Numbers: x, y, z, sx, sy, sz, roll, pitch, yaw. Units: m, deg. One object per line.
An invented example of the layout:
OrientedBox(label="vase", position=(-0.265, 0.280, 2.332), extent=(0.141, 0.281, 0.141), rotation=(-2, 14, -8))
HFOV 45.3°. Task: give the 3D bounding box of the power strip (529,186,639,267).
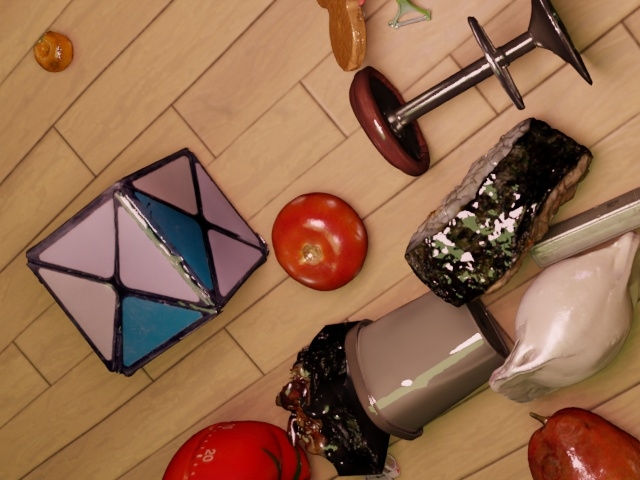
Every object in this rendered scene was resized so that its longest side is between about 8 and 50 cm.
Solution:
OrientedBox(label="power strip", position=(0.488, -0.026, 1.361), extent=(0.272, 0.078, 0.052), rotation=(-27, 100, 24))

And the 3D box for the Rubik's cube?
OrientedBox(label="Rubik's cube", position=(-0.324, 0.037, 1.514), extent=(0.305, 0.307, 0.310), rotation=(-32, 98, 22))

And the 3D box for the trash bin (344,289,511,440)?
OrientedBox(label="trash bin", position=(0.207, 0.216, 1.449), extent=(0.250, 0.220, 0.219), rotation=(-35, 55, 17))

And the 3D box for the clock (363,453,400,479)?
OrientedBox(label="clock", position=(0.112, 0.491, 1.681), extent=(0.129, 0.041, 0.087), rotation=(44, 119, -7))

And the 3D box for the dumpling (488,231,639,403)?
OrientedBox(label="dumpling", position=(0.460, 0.152, 1.364), extent=(0.181, 0.260, 0.341), rotation=(12, 70, 39))

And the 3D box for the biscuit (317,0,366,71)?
OrientedBox(label="biscuit", position=(0.040, -0.461, 1.305), extent=(0.047, 0.216, 0.339), rotation=(-12, 98, -15))

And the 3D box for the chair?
OrientedBox(label="chair", position=(0.220, -0.256, 1.288), extent=(0.401, 0.226, 0.226), rotation=(-29, 98, 25))

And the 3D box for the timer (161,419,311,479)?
OrientedBox(label="timer", position=(-0.174, 0.571, 1.613), extent=(0.279, 0.378, 0.377), rotation=(-13, 104, 21))

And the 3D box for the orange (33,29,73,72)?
OrientedBox(label="orange", position=(-0.542, -0.385, 1.573), extent=(0.086, 0.062, 0.086), rotation=(5, 100, 30))

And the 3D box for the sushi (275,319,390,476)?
OrientedBox(label="sushi", position=(0.022, 0.328, 1.581), extent=(0.213, 0.215, 0.227), rotation=(-9, 126, 25))

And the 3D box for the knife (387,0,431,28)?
OrientedBox(label="knife", position=(0.132, -0.409, 1.306), extent=(0.078, 0.166, 0.022), rotation=(-15, 72, 20))

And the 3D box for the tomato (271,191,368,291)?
OrientedBox(label="tomato", position=(0.000, 0.000, 1.494), extent=(0.195, 0.136, 0.195), rotation=(6, 113, 15))

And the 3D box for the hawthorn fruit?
OrientedBox(label="hawthorn fruit", position=(0.495, 0.420, 1.446), extent=(0.224, 0.224, 0.260), rotation=(-37, 82, 25))

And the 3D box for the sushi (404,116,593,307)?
OrientedBox(label="sushi", position=(0.304, -0.044, 1.319), extent=(0.171, 0.211, 0.350), rotation=(41, 86, -1))
